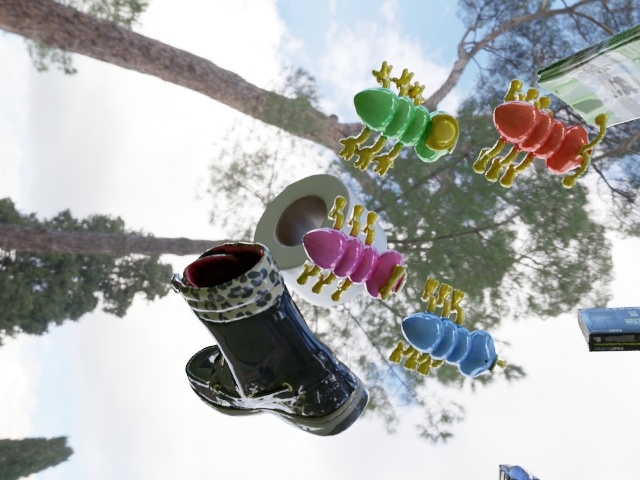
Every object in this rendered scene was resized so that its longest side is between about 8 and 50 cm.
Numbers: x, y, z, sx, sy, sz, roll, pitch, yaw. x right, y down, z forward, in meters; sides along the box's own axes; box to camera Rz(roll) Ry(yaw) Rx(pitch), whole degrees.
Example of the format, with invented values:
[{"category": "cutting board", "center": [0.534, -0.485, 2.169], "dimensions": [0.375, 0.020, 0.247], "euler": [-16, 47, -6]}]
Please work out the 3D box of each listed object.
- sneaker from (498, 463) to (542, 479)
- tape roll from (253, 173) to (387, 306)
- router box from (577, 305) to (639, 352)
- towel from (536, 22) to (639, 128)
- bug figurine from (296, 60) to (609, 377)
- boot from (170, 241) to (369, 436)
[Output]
[{"category": "sneaker", "center": [0.244, 0.280, 0.506], "dimensions": [0.087, 0.221, 0.083], "euler": [-23, -139, 32]}, {"category": "tape roll", "center": [0.000, 0.000, 1.103], "dimensions": [0.246, 0.169, 0.246], "euler": [-22, -134, 24]}, {"category": "router box", "center": [0.512, 0.150, 0.860], "dimensions": [0.123, 0.092, 0.038], "euler": [-6, -71, 17]}, {"category": "towel", "center": [0.296, -0.149, 0.469], "dimensions": [0.152, 0.113, 0.023], "euler": [-12, -126, 64]}, {"category": "bug figurine", "center": [0.102, -0.017, 0.419], "dimensions": [0.072, 0.216, 0.278], "euler": [-133, -116, -78]}, {"category": "boot", "center": [-0.083, 0.086, 0.480], "dimensions": [0.236, 0.085, 0.178], "euler": [-3, -54, 44]}]
